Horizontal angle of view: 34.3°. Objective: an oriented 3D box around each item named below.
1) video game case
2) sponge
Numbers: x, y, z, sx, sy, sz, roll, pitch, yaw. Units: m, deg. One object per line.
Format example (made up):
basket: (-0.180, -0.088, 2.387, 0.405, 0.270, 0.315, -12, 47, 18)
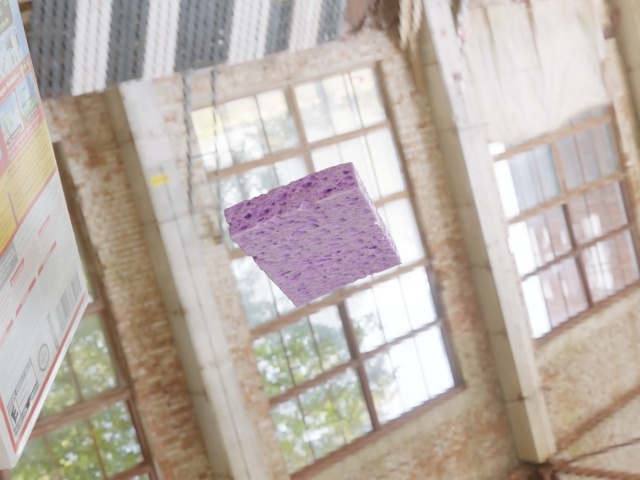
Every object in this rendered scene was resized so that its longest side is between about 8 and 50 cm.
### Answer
video game case: (-0.208, -0.030, 0.653, 0.025, 0.285, 0.204, -4, -152, 5)
sponge: (0.000, 0.000, 0.938, 0.117, 0.031, 0.210, -22, 156, 6)
